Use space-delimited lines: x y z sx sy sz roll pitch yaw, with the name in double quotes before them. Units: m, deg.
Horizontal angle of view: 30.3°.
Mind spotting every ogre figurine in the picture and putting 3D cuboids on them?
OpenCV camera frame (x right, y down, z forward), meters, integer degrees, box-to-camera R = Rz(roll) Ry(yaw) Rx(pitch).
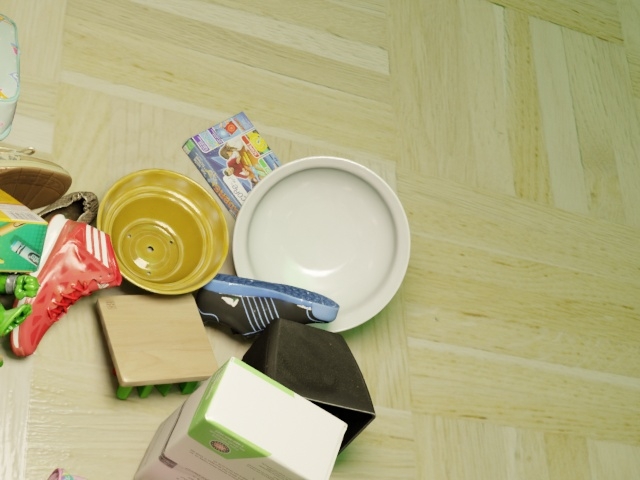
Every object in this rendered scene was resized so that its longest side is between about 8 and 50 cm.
"ogre figurine" -0.492 0.112 1.688 0.118 0.197 0.097 36 26 13

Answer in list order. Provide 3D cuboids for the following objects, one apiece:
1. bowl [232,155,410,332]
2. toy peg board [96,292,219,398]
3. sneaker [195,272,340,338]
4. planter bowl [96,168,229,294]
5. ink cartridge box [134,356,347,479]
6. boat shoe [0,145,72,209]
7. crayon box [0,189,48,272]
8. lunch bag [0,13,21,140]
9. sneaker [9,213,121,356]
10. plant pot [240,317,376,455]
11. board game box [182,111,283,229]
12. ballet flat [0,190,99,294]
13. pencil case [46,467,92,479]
"bowl" 0.000 0.000 2.008 0.298 0.134 0.298 0 98 -2
"toy peg board" -0.263 0.171 1.845 0.161 0.079 0.160 0 50 -32
"sneaker" -0.088 0.117 1.920 0.232 0.081 0.090 11 101 5
"planter bowl" -0.264 0.000 1.909 0.217 0.090 0.217 11 63 -21
"ink cartridge box" -0.121 0.308 1.717 0.198 0.273 0.115 32 50 -12
"boat shoe" -0.511 -0.111 1.804 0.285 0.104 0.089 6 44 -47
"crayon box" -0.542 -0.025 1.636 0.278 0.081 0.165 4 17 -43
"lunch bag" -0.580 -0.269 1.818 0.224 0.108 0.279 7 37 -22
"sneaker" -0.373 0.077 1.763 0.128 0.087 0.221 15 80 4
"plant pot" -0.043 0.234 1.873 0.188 0.187 0.167 16 46 -23
"board game box" -0.132 -0.118 2.093 0.136 0.035 0.201 -32 83 -38
"ballet flat" -0.433 -0.004 1.837 0.084 0.058 0.250 48 51 0
"pencil case" -0.269 0.423 1.665 0.284 0.124 0.124 28 54 -14
